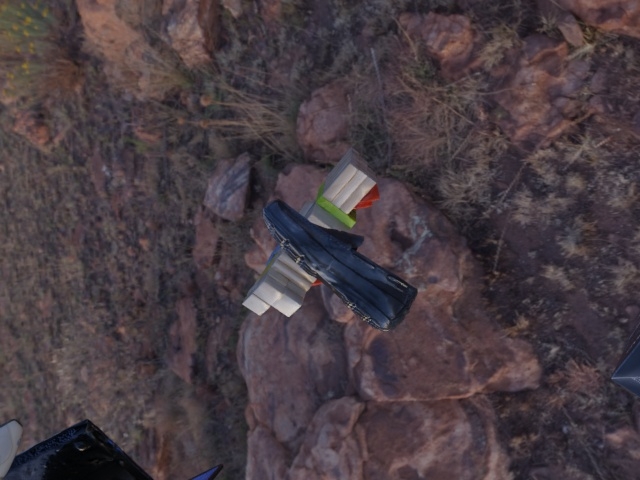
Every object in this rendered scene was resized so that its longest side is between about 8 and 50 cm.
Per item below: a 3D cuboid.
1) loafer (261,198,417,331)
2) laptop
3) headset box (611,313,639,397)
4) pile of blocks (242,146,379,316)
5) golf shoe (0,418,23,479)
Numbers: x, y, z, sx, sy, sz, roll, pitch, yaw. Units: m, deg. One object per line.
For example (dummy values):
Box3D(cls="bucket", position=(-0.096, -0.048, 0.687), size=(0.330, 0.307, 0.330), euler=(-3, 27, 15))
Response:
Box3D(cls="loafer", position=(0.023, 0.021, 0.633), size=(0.223, 0.078, 0.076), euler=(40, 166, 2))
Box3D(cls="laptop", position=(-0.279, 0.297, 0.597), size=(0.264, 0.234, 0.137), euler=(61, -177, -29))
Box3D(cls="headset box", position=(0.460, 0.122, 0.525), size=(0.218, 0.293, 0.110), euler=(36, 119, 28))
Box3D(cls="pile of blocks", position=(0.000, 0.000, 0.966), size=(0.362, 0.112, 0.149), euler=(-54, 12, 1))
Box3D(cls="golf shoe", position=(-0.335, 0.152, 0.414), size=(0.086, 0.176, 0.069), euler=(-65, 7, -26))
